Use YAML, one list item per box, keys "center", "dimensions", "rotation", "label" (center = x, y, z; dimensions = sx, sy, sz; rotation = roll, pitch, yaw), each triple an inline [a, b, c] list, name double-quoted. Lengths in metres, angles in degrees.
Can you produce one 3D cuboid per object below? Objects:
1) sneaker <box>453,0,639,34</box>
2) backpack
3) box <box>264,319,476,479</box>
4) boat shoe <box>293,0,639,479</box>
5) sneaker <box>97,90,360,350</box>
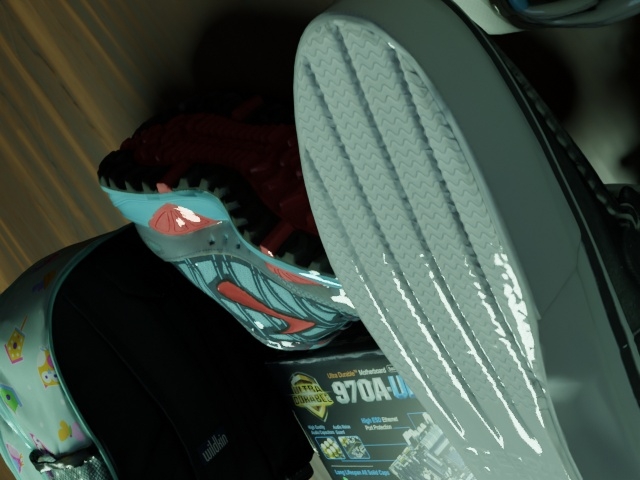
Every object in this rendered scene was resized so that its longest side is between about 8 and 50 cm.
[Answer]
- center: [0.081, -0.106, 0.566]
  dimensions: [0.191, 0.083, 0.071]
  rotation: [-10, 114, 57]
  label: "sneaker"
- center: [-0.111, 0.085, 0.923]
  dimensions: [0.144, 0.166, 0.188]
  rotation: [-8, 112, 45]
  label: "backpack"
- center: [0.083, 0.116, 0.807]
  dimensions: [0.220, 0.051, 0.175]
  rotation: [-15, 108, 57]
  label: "box"
- center: [0.102, 0.030, 0.633]
  dimensions: [0.121, 0.119, 0.335]
  rotation: [10, 135, 53]
  label: "boat shoe"
- center: [0.000, 0.000, 0.783]
  dimensions: [0.262, 0.104, 0.125]
  rotation: [21, 148, 52]
  label: "sneaker"
